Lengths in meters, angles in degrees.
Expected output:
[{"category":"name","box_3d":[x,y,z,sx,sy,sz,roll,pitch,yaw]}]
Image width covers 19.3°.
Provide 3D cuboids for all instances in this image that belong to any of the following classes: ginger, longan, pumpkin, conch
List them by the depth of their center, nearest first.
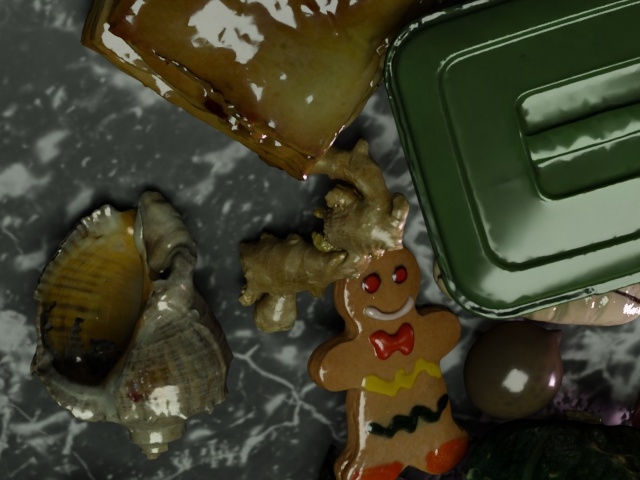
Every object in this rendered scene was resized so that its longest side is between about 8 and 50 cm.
[{"category":"conch","box_3d":[-0.173,0.077,1.725,0.178,0.163,0.245,0,90,-24]},{"category":"ginger","box_3d":[0.000,0.000,1.726,0.176,0.052,0.193,7,107,34]},{"category":"pumpkin","box_3d":[0.285,0.298,1.807,0.293,0.197,0.263,7,85,-36]},{"category":"longan","box_3d":[0.191,0.123,1.818,0.113,0.092,0.113,-28,145,-22]}]

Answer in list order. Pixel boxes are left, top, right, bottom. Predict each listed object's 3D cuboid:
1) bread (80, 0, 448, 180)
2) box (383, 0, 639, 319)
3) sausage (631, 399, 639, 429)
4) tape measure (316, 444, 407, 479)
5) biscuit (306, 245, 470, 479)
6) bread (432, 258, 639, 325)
[{"category":"bread","box_3d":[-0.026,-0.212,1.564,0.277,0.167,0.324,30,113,-21]},{"category":"box","box_3d":[0.235,-0.094,1.541,0.329,0.178,0.252,-16,91,5]},{"category":"sausage","box_3d":[0.361,0.108,1.865,0.029,0.029,0.223,17,116,-15]},{"category":"tape measure","box_3d":[0.064,0.360,1.924,0.271,0.133,0.231,29,105,-19]},{"category":"biscuit","box_3d":[0.068,0.119,1.795,0.165,0.036,0.250,-15,108,-27]},{"category":"bread","box_3d":[0.212,0.045,1.801,0.214,0.053,0.073,9,114,-10]}]
